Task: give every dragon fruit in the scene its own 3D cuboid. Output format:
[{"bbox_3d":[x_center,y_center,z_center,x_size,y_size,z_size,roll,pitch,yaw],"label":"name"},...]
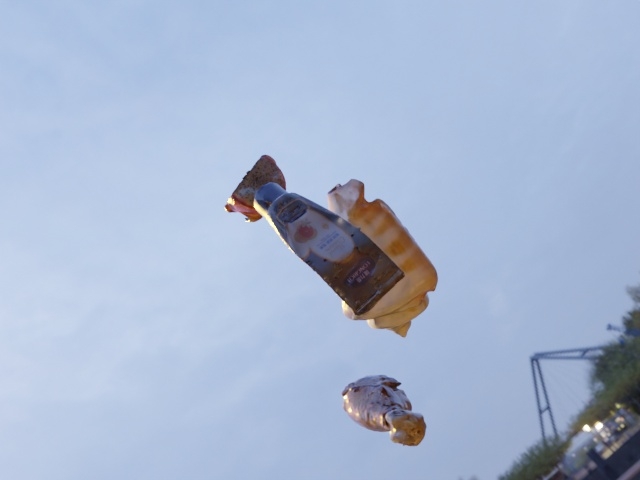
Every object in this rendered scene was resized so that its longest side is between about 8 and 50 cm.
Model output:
[{"bbox_3d":[-0.077,-0.058,0.799,0.083,0.060,0.056,-59,4,-32],"label":"dragon fruit"}]

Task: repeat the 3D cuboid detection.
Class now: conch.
[{"bbox_3d":[0.070,0.044,0.939,0.127,0.255,0.158,-43,15,-25],"label":"conch"}]

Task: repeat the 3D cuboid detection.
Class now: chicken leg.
[{"bbox_3d":[0.103,0.270,0.987,0.107,0.087,0.251,-6,-1,-10],"label":"chicken leg"}]

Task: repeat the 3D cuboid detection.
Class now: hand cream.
[{"bbox_3d":[0.000,0.000,0.593,0.062,0.163,0.039,-39,-31,-22],"label":"hand cream"}]
